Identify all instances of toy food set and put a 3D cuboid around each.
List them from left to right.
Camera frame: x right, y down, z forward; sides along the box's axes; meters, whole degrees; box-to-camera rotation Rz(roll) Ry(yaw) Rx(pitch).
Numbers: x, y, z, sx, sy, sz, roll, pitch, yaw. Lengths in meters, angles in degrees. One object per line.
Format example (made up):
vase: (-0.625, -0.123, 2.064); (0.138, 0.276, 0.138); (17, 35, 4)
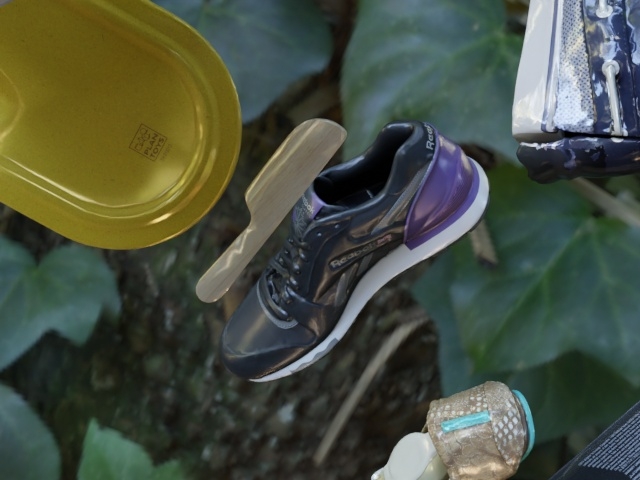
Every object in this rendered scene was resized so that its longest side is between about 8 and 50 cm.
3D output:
toy food set: (-0.107, -0.066, 0.761); (0.218, 0.128, 0.071); (30, 11, -3)

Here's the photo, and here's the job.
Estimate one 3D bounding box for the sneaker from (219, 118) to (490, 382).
sneaker: (0.000, 0.000, 1.242); (0.124, 0.283, 0.107); (36, 17, -45)

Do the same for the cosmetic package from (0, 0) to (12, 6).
cosmetic package: (-0.141, -0.159, 0.507); (0.224, 0.224, 0.138); (-24, 94, -1)

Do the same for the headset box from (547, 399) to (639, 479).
headset box: (0.202, 0.242, 0.973); (0.110, 0.293, 0.218); (37, 47, 26)

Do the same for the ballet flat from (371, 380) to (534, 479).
ballet flat: (0.065, 0.141, 0.878); (0.067, 0.206, 0.073); (-6, 59, -16)

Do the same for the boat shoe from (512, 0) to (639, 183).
boat shoe: (0.252, -0.208, 1.141); (0.158, 0.127, 0.341); (1, 78, 26)
